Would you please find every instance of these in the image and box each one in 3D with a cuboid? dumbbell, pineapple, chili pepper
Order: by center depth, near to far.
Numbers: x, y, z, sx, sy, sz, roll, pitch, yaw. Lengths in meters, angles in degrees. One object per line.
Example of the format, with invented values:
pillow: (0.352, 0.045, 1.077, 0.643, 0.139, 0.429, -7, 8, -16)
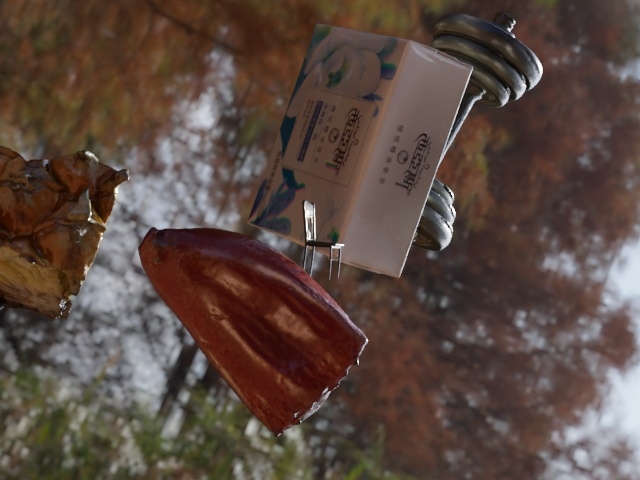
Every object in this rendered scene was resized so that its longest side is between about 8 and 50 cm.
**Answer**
pineapple: (-0.262, -0.005, 1.281, 0.236, 0.114, 0.186, 2, -35, 34)
chili pepper: (-0.075, 0.067, 1.527, 0.253, 0.136, 0.144, 46, -42, -8)
dumbbell: (0.178, -0.159, 2.165, 0.179, 0.406, 0.179, 29, -10, 5)

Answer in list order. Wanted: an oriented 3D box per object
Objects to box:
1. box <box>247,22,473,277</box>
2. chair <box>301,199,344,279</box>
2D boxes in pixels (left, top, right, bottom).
box: (0.044, -0.114, 1.811, 0.116, 0.274, 0.203, 18, 3, -37)
chair: (0.002, -0.001, 1.579, 0.042, 0.086, 0.037, -2, -1, 19)
